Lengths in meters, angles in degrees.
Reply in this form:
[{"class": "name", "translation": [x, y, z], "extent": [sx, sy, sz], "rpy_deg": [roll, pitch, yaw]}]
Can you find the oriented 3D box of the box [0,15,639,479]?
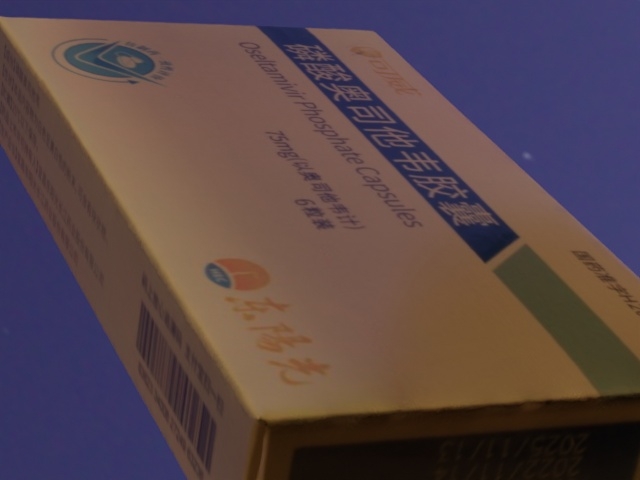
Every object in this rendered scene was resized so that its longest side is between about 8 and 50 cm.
[{"class": "box", "translation": [0.000, 0.000, 0.731], "extent": [0.200, 0.343, 0.065], "rpy_deg": [-1, -62, -25]}]
